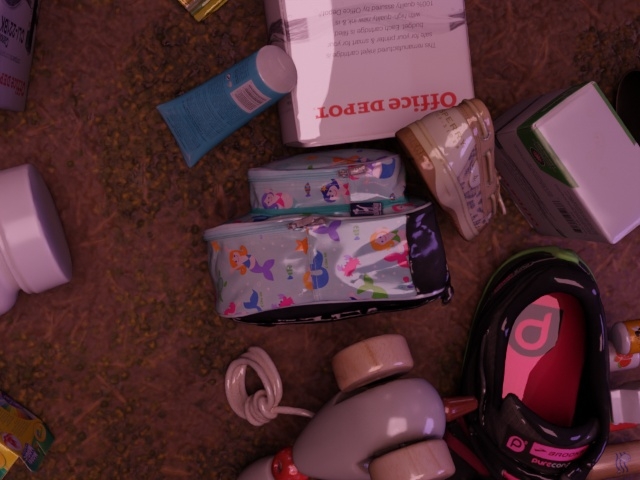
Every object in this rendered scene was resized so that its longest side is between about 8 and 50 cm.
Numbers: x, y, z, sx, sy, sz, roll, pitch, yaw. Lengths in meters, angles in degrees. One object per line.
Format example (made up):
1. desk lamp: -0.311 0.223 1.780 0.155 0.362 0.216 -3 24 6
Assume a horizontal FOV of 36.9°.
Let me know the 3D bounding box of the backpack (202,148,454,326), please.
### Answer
1. backpack: 0.000 0.000 1.036 0.253 0.225 0.191 -14 94 7

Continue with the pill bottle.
1. pill bottle: -0.423 0.023 1.023 0.283 0.161 0.161 -18 96 -5

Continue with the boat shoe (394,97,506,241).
1. boat shoe: 0.157 -0.071 1.017 0.089 0.285 0.104 -34 75 8

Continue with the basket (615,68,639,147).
1. basket: 0.489 -0.133 1.116 0.227 0.154 0.204 -18 97 -8

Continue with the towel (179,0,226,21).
1. towel: -0.181 -0.368 1.088 0.102 0.021 0.237 -43 97 -2

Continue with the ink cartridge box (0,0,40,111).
1. ink cartridge box: -0.359 -0.275 0.987 0.114 0.197 0.273 10 94 -7

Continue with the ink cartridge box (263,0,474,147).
1. ink cartridge box: 0.044 -0.252 1.063 0.207 0.117 0.283 -8 95 -12

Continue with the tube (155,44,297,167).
1. tube: -0.108 -0.146 1.041 0.052 0.207 0.080 -28 94 -43

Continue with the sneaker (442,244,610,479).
1. sneaker: 0.211 0.239 1.065 0.185 0.202 0.483 8 87 5

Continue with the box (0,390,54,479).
1. box: -0.385 0.195 1.068 0.179 0.105 0.043 37 98 -8

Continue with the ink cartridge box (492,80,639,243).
1. ink cartridge box: 0.269 -0.083 1.065 0.087 0.208 0.153 -38 98 -5

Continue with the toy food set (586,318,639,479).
1. toy food set: 0.342 0.209 1.142 0.104 0.111 0.232 -9 98 -6

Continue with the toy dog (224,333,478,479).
1. toy dog: 0.044 0.218 1.054 0.161 0.334 0.220 2 81 -36
